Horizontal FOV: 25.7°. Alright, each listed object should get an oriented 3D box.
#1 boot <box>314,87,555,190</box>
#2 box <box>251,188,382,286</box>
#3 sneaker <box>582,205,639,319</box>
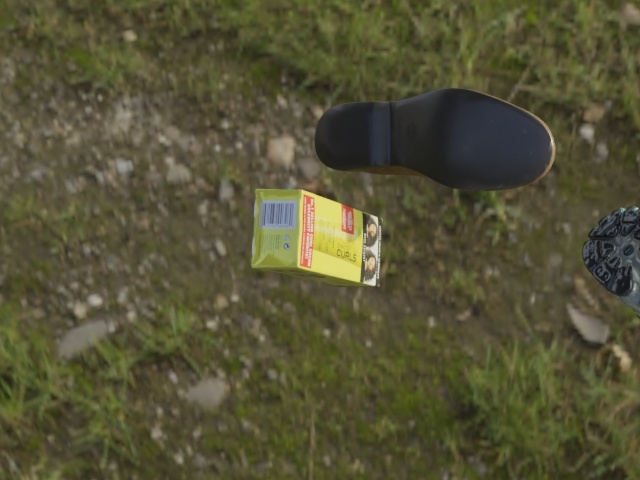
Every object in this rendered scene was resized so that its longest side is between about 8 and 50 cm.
[{"bbox_3d":[0.148,-0.114,1.617,0.305,0.115,0.112,8,90,38],"label":"boot"},{"bbox_3d":[0.000,0.000,1.532,0.058,0.232,0.087,0,83,24],"label":"box"},{"bbox_3d":[0.371,0.082,1.365,0.110,0.122,0.283,-41,43,18],"label":"sneaker"}]
